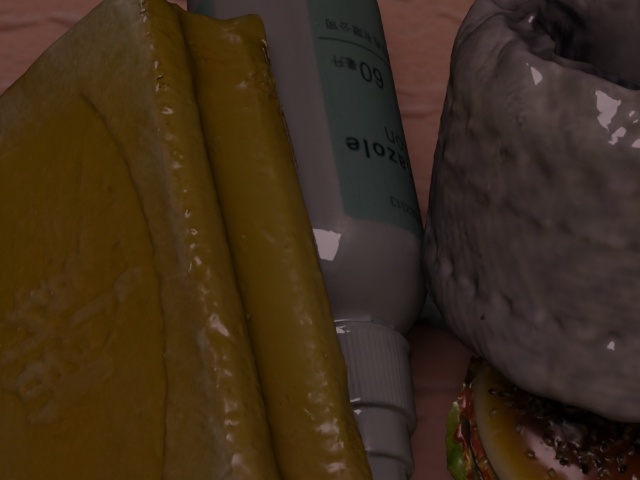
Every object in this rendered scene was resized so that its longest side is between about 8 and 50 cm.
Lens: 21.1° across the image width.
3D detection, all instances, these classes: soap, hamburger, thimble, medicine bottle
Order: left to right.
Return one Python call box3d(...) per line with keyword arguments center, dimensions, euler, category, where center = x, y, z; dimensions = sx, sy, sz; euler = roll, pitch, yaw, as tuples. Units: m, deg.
box3d(center=(-0.092, 0.047, 0.834), dimensions=(0.199, 0.091, 0.315), euler=(-34, 55, 31), category="soap")
box3d(center=(0.000, 0.000, 0.905), dimensions=(0.110, 0.110, 0.351), euler=(-8, 59, -2), category="medicine bottle")
box3d(center=(0.130, 0.097, 0.856), dimensions=(0.141, 0.081, 0.126), euler=(-8, 59, -3), category="hamburger")
box3d(center=(0.165, -0.033, 0.834), dimensions=(0.217, 0.157, 0.245), euler=(15, 26, 15), category="thimble")
